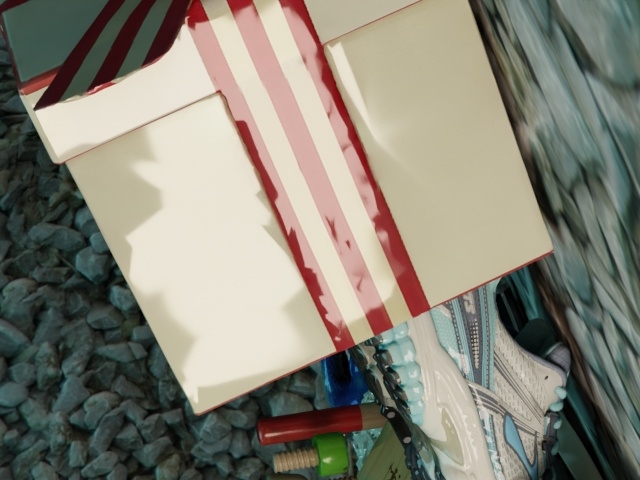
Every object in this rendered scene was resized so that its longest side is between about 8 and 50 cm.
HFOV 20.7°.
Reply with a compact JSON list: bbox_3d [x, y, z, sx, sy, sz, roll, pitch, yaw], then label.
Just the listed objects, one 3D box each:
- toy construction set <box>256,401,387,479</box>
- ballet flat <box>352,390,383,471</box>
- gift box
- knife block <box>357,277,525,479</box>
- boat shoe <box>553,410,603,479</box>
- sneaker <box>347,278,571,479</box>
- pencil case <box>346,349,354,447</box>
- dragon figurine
[{"bbox_3d":[0.086,0.283,1.476,0.257,0.237,0.309,136,124,-78],"label":"toy construction set"},{"bbox_3d":[0.108,0.286,1.642,0.147,0.147,0.409,68,-174,-55],"label":"ballet flat"},{"bbox_3d":[-0.053,-0.085,0.948,0.255,0.276,0.258,53,168,57],"label":"gift box"},{"bbox_3d":[0.144,0.130,1.328,0.275,0.242,0.088,14,-150,-27],"label":"knife block"},{"bbox_3d":[0.189,0.270,1.233,0.319,0.099,0.116,64,175,3],"label":"boat shoe"},{"bbox_3d":[0.116,0.118,1.108,0.283,0.122,0.110,65,169,-25],"label":"sneaker"},{"bbox_3d":[0.036,0.056,2.092,0.167,0.160,0.386,-44,64,47],"label":"pencil case"},{"bbox_3d":[0.073,0.161,1.913,0.085,0.289,0.144,4,-85,-55],"label":"dragon figurine"}]
